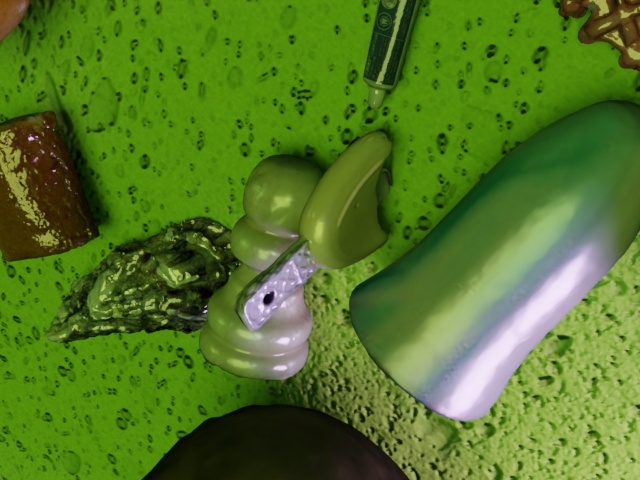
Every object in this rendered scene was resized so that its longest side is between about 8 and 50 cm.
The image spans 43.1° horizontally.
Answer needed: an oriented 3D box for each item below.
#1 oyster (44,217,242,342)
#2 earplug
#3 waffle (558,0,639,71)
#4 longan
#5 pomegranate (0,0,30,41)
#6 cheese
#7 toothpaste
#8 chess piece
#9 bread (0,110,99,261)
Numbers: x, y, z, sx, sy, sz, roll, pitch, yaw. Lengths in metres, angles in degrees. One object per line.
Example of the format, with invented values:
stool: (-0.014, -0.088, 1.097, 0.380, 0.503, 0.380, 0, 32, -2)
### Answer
oyster: (-0.217, 0.054, 1.026, 0.252, 0.087, 0.199, 11, 116, 6)
earplug: (0.192, -0.001, 0.774, 0.185, 0.185, 0.324, 40, 114, 4)
waffle: (0.309, -0.251, 0.673, 0.221, 0.055, 0.234, 25, 120, 12)
longan: (-0.036, 0.397, 0.900, 0.404, 0.404, 0.436, -38, 100, 31)
pomegranate: (-0.431, -0.303, 0.856, 0.264, 0.264, 0.264, 9, 114, 20)
cheese: (-0.001, 0.000, 0.827, 0.050, 0.235, 0.127, 24, 145, 37)
toothpaste: (0.076, -0.224, 0.797, 0.057, 0.035, 0.197, 17, 114, 6)
chess piece: (-0.056, 0.022, 0.909, 0.133, 0.133, 0.243, 18, 112, 15)
bread: (-0.360, -0.068, 1.009, 0.132, 0.103, 0.172, -7, 108, 31)
